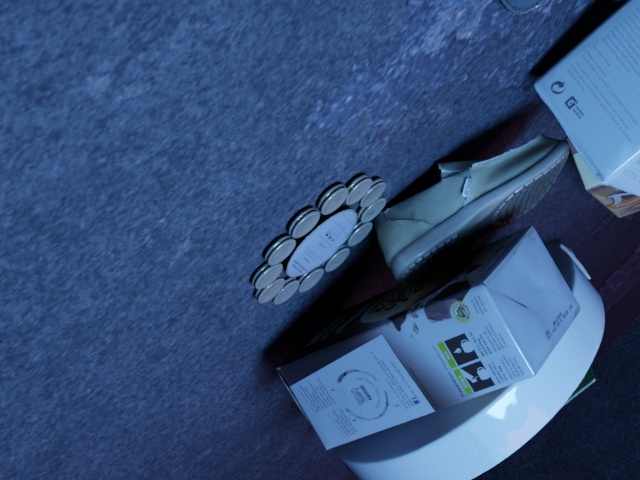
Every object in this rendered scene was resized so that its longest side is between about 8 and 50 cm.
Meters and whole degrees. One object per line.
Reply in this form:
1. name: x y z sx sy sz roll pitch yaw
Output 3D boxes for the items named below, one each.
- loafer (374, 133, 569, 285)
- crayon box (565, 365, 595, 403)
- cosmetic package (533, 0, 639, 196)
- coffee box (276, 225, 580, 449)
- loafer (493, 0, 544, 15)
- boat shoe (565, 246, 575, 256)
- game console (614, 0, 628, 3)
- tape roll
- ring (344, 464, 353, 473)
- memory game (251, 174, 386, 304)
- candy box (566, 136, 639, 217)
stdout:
1. loafer: 0.171 -0.055 1.365 0.268 0.092 0.102 -32 159 -22
2. crayon box: 0.266 0.157 1.704 0.203 0.083 0.323 -43 -166 18
3. cosmetic package: 0.455 -0.223 1.326 0.385 0.156 0.217 -41 154 24
4. coffee box: 0.120 0.113 1.363 0.297 0.119 0.168 -27 -173 35
5. loafer: 0.175 -0.256 0.970 0.096 0.084 0.267 -26 156 -7
6. boat shoe: 0.339 0.064 1.947 0.219 0.078 0.070 -31 158 -27
7. game console: 0.517 -0.397 1.308 0.386 0.060 0.342 -10 143 -39
8. tape roll: 0.178 0.155 1.517 0.392 0.072 0.392 -37 -162 14
9. ring: 0.147 0.196 1.707 0.336 0.032 0.336 -44 -168 12
10. memory game: 0.000 0.000 1.266 0.186 0.012 0.186 -38 160 -16
11. candy box: 0.483 -0.120 1.749 0.183 0.088 0.316 -23 167 18
